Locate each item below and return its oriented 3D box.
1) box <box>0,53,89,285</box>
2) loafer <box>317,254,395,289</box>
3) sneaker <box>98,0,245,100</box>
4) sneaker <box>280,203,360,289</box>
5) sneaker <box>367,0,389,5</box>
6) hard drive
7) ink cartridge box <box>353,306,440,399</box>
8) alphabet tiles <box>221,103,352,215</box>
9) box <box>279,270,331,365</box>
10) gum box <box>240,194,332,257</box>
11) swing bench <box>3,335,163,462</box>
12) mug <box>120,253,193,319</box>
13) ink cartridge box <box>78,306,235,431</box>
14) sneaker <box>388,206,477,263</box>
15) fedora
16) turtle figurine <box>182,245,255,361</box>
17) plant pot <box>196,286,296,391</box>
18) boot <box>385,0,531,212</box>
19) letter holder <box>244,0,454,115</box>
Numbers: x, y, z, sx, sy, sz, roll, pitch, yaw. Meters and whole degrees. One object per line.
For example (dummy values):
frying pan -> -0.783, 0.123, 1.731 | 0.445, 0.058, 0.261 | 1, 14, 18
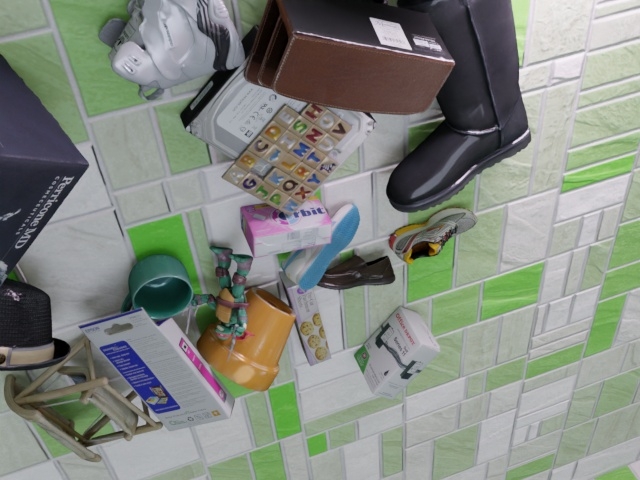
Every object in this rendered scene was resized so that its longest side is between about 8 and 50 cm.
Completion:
box -> -0.690, -0.047, 1.058 | 0.480, 0.297, 0.471 | -48, 165, 18
loafer -> 0.078, 0.073, 1.833 | 0.220, 0.080, 0.078 | -5, 98, -21
sneaker -> -0.277, -0.386, 1.193 | 0.210, 0.137, 0.366 | -30, 139, -2
sneaker -> 0.000, 0.000, 1.712 | 0.229, 0.092, 0.087 | -50, 143, -7
sneaker -> 0.035, -0.452, 1.330 | 0.234, 0.084, 0.097 | 16, 122, -47
hard drive -> -0.075, -0.237, 1.479 | 0.237, 0.064, 0.339 | -45, 134, 17
ink cartridge box -> 0.208, 0.308, 2.039 | 0.086, 0.153, 0.208 | 24, 115, -37
alphabet tiles -> -0.052, -0.169, 1.499 | 0.198, 0.009, 0.237 | 28, 114, -40
box -> -0.035, 0.196, 1.884 | 0.067, 0.063, 0.324 | -21, 135, -9
gum box -> -0.071, -0.034, 1.629 | 0.188, 0.107, 0.062 | -11, 133, -17
swing bench -> -0.550, 0.382, 1.733 | 0.254, 0.165, 0.253 | -29, 136, 2
mug -> -0.363, 0.096, 1.613 | 0.157, 0.097, 0.130 | -12, 134, -15
ink cartridge box -> -0.359, 0.282, 1.668 | 0.175, 0.069, 0.371 | -17, 125, 21
sneaker -> 0.287, -0.005, 1.838 | 0.225, 0.093, 0.088 | -25, 135, -4
fedora -> -0.655, 0.150, 1.455 | 0.334, 0.334, 0.153 | 8, 92, -31
turtle figurine -> -0.214, 0.138, 1.648 | 0.118, 0.175, 0.234 | -4, 105, -64
plant pot -> -0.159, 0.222, 1.770 | 0.205, 0.205, 0.188 | 29, 98, -40
boot -> 0.243, -0.303, 1.510 | 0.367, 0.146, 0.445 | -34, 139, -6
letter holder -> 0.039, -0.294, 1.308 | 0.301, 0.152, 0.214 | 4, 138, -25
